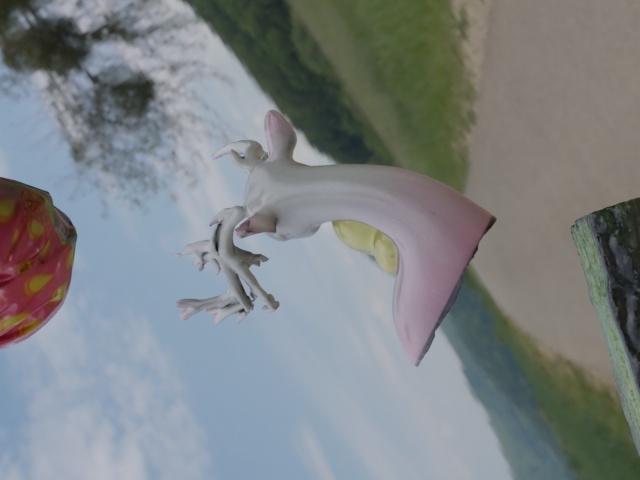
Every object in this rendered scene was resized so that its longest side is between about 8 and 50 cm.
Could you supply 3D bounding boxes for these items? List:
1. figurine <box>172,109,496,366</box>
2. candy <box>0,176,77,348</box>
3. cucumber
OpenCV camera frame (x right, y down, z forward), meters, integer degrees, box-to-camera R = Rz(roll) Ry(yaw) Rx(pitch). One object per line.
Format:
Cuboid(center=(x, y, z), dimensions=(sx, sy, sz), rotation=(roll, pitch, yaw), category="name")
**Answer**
Cuboid(center=(-0.006, 0.009, 1.390), dimensions=(0.315, 0.206, 0.284), rotation=(30, 155, 6), category="figurine")
Cuboid(center=(-0.263, 0.080, 0.794), dimensions=(0.124, 0.124, 0.365), rotation=(57, -147, -20), category="candy")
Cuboid(center=(0.249, 0.075, 0.977), dimensions=(0.078, 0.062, 0.211), rotation=(89, 165, -81), category="cucumber")
